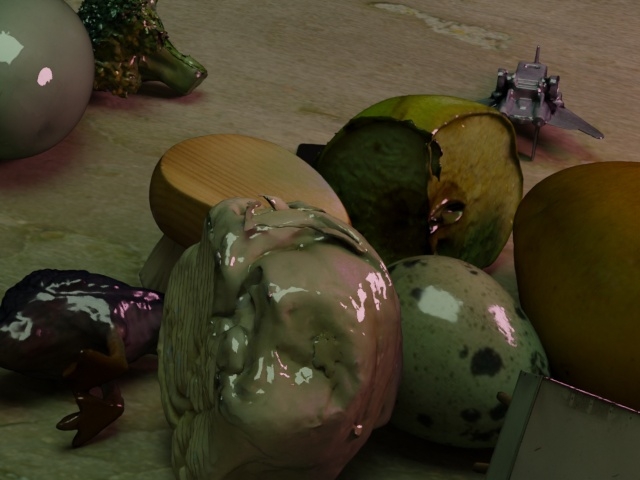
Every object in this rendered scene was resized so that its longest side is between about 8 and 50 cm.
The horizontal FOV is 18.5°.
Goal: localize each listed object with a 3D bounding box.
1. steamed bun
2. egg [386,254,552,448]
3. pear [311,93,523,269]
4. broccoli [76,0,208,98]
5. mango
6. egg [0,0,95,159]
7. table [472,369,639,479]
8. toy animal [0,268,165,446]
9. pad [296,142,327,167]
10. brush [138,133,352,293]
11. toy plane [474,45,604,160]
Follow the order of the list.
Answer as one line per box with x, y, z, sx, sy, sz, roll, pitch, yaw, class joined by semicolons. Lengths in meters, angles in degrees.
-0.027;0.109;1.814;0.207;0.280;0.268;5;53;-18;steamed bun
0.128;0.115;1.928;0.228;0.177;0.177;34;39;16;egg
0.119;-0.076;2.192;0.164;0.238;0.255;15;33;31;pear
-0.234;-0.258;2.569;0.194;0.194;0.220;-2;-8;-10;broccoli
0.344;0.045;2.026;0.300;0.232;0.446;-9;24;-12;mango
-0.378;-0.208;2.399;0.203;0.203;0.283;3;25;-2;egg
0.252;0.207;1.764;0.240;0.121;0.111;22;-5;-23;table
-0.242;0.101;1.960;0.298;0.122;0.185;-13;34;-29;toy animal
0.096;-0.074;2.418;0.265;0.009;0.159;4;30;4;pad
-0.070;0.009;2.094;0.174;0.166;0.266;-22;39;-40;brush
0.276;-0.201;2.575;0.212;0.088;0.267;9;30;9;toy plane
